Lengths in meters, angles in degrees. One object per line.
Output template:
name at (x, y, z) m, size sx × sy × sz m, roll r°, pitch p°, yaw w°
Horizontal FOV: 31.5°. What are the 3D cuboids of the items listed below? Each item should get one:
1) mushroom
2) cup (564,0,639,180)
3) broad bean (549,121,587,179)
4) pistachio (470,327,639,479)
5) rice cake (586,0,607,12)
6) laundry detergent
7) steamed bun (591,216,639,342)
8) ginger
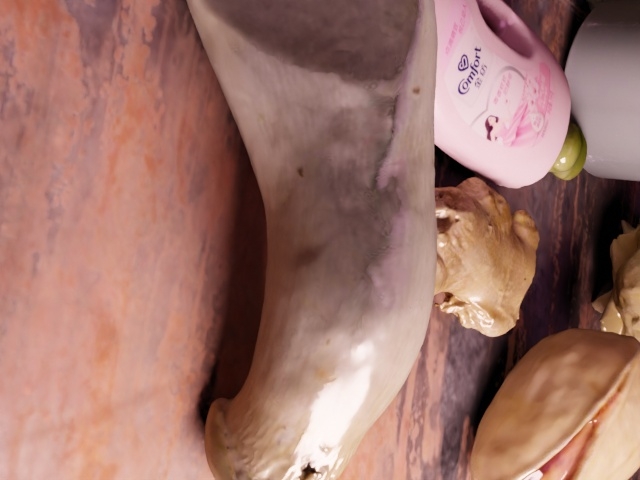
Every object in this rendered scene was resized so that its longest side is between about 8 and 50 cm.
mushroom at (0.000, 0.001, 0.800) m, size 0.126 × 0.177 × 0.397 m, roll 113°, pitch -26°, yaw -89°
cup at (0.440, -0.154, 1.200) m, size 0.205 × 0.312 × 0.206 m, roll -11°, pitch 105°, yaw -43°
broad bean at (0.261, -0.096, 1.207) m, size 0.083 × 0.045 × 0.063 m, roll -6°, pitch 96°, yaw -59°
pistachio at (0.236, 0.184, 1.085) m, size 0.229 × 0.157 × 0.157 m, roll -48°, pitch 125°, yaw -29°
rice cake at (0.328, -0.246, 1.310) m, size 0.022 × 0.021 × 0.121 m, roll -44°, pitch 122°, yaw -30°
laundry detergent at (0.108, -0.169, 0.980) m, size 0.335 × 0.087 × 0.159 m, roll 31°, pitch 65°, yaw -46°
steamed bun at (0.400, 0.068, 1.310) m, size 0.292 × 0.137 × 0.296 m, roll -3°, pitch 98°, yaw -53°
ginger at (0.124, 0.010, 1.015) m, size 0.213 × 0.074 × 0.138 m, roll 17°, pitch 77°, yaw -44°
